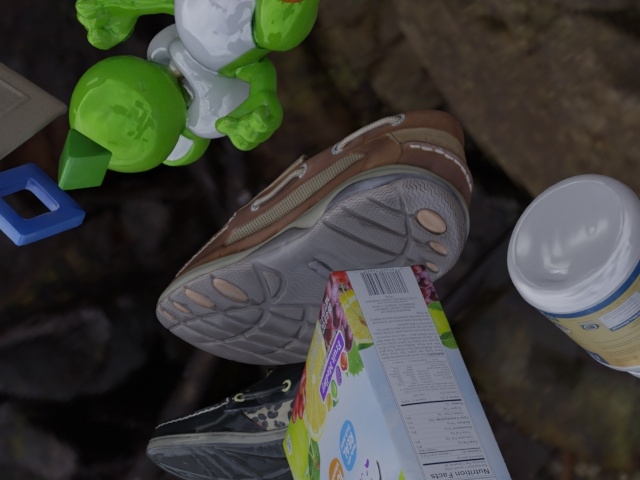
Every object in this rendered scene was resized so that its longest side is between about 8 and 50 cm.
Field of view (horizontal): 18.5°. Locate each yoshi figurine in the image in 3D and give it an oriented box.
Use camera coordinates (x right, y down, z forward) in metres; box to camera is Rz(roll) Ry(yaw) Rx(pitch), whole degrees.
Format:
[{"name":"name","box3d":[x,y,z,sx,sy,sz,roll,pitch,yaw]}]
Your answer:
[{"name":"yoshi figurine","box3d":[-0.121,-0.172,1.771,0.203,0.204,0.362,13,143,-16]}]

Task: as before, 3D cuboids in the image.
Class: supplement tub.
[{"name":"supplement tub","box3d":[0.288,0.040,1.899,0.144,0.144,0.199,-7,148,38]}]

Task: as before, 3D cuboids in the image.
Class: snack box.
[{"name":"snack box","box3d":[0.046,0.148,1.185,0.174,0.070,0.207,104,153,-45]}]

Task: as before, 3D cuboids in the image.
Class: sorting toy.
[{"name":"sorting toy","box3d":[-0.312,-0.100,1.452,0.347,0.196,0.047,33,127,11]}]

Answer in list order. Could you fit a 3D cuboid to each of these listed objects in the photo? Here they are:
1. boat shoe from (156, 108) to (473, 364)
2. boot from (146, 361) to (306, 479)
[{"name":"boat shoe","box3d":[0.000,0.000,1.462,0.123,0.116,0.324,38,139,-26]},{"name":"boot","box3d":[-0.021,0.101,1.572,0.236,0.179,0.085,-11,144,26]}]
